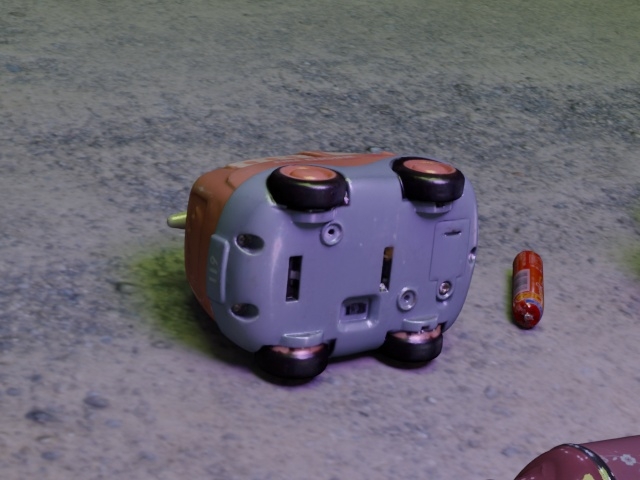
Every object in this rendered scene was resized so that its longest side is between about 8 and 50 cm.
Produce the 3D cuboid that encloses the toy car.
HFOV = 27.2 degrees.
[{"bbox_3d":[0.000,0.000,1.221,0.270,0.181,0.212,-5,21,-30],"label":"toy car"}]

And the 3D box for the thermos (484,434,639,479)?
[{"bbox_3d":[0.238,0.192,0.990,0.330,0.110,0.136,-3,30,-28],"label":"thermos"}]

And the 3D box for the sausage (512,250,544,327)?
[{"bbox_3d":[0.213,0.052,1.354,0.034,0.034,0.129,13,25,2],"label":"sausage"}]
